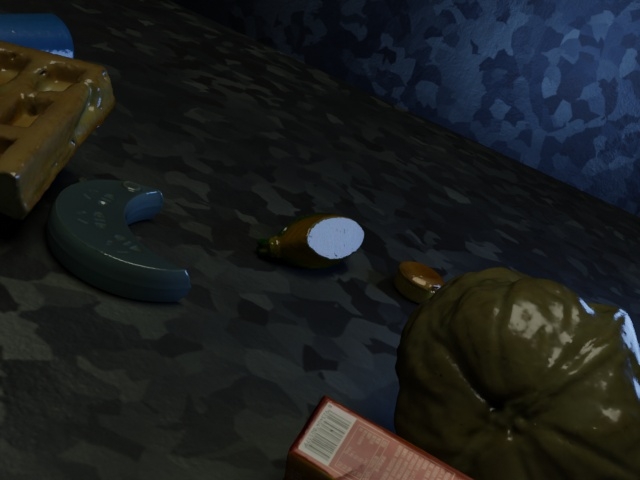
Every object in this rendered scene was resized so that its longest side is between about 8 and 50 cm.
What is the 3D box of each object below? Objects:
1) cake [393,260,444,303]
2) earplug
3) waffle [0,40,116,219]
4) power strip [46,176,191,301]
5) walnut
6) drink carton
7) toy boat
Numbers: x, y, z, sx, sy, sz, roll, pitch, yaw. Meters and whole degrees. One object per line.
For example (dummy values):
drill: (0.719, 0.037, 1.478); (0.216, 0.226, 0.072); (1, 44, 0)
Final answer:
cake: (0.162, 0.068, 1.182); (0.084, 0.044, 0.084); (20, 22, -9)
earplug: (-0.562, -0.314, 1.190); (0.132, 0.132, 0.273); (36, 30, 24)
waffle: (-0.473, -0.177, 0.924); (0.348, 0.077, 0.304); (14, 40, -2)
power strip: (-0.267, -0.016, 0.933); (0.168, 0.054, 0.253); (10, 28, -32)
walnut: (0.209, 0.166, 0.750); (0.282, 0.253, 0.277); (21, 0, 13)
drink carton: (0.078, 0.238, 0.641); (0.223, 0.096, 0.071); (25, 49, 17)
toy boat: (0.000, 0.000, 1.144); (0.088, 0.089, 0.229); (-7, 0, 40)
